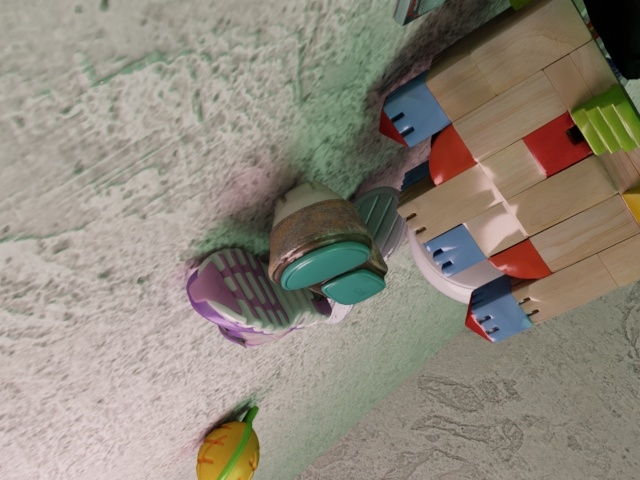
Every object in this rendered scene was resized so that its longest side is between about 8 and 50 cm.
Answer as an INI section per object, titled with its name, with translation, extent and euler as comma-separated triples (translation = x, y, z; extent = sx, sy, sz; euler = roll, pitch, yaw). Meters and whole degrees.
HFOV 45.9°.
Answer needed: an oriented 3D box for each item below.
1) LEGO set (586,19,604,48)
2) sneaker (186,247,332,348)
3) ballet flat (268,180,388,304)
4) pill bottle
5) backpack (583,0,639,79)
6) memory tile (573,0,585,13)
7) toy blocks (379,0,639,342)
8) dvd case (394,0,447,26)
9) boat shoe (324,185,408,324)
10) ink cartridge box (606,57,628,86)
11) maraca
[LEGO set]
translation = 0.377, -0.269, 1.123
extent = 0.244, 0.060, 0.182
euler = -29, 160, -9
[sneaker]
translation = -0.079, 0.074, 0.824
extent = 0.105, 0.095, 0.236
euler = -30, 163, 19
[ballet flat]
translation = 0.000, 0.000, 0.785
extent = 0.108, 0.106, 0.316
euler = -23, 165, 4
[pill bottle]
translation = 0.234, -0.010, 1.060
extent = 0.210, 0.210, 0.363
euler = -46, 166, 5
[backpack]
translation = 0.413, -0.357, 0.702
extent = 0.356, 0.273, 0.290
euler = -25, 163, 12
[memory tile]
translation = 0.290, -0.286, 0.923
extent = 0.113, 0.012, 0.148
euler = -44, 163, 1
[toy blocks]
translation = 0.199, -0.066, 0.777
extent = 0.261, 0.381, 0.190
euler = -29, -162, 25
[dvd case]
translation = 0.117, -0.241, 0.649
extent = 0.119, 0.013, 0.087
euler = -36, 161, -26
[boat shoe]
translation = 0.046, 0.009, 0.980
extent = 0.226, 0.083, 0.075
euler = -58, -175, 35
[ink cartridge box]
translation = 0.449, -0.209, 1.356
extent = 0.165, 0.065, 0.332
euler = -38, 162, -19
[maraca]
translation = -0.150, 0.353, 1.275
extent = 0.127, 0.099, 0.185
euler = -50, -173, 25
